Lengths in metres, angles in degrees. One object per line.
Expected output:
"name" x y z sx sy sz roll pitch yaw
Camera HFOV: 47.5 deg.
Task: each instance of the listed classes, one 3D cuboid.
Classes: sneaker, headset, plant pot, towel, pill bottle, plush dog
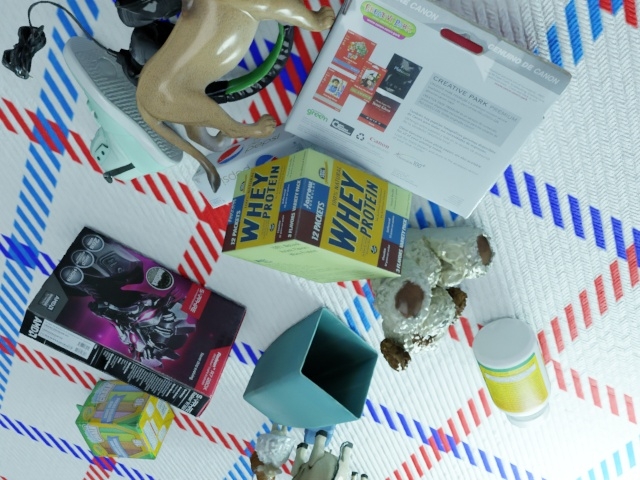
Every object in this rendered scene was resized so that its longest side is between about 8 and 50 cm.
"sneaker" -0.362 -0.201 1.200 0.151 0.094 0.256 -20 120 31
"headset" -0.234 -0.295 1.030 0.394 0.185 0.243 -3 128 2
"plant pot" -0.036 0.277 1.477 0.165 0.165 0.234 42 134 -21
"towel" 0.000 0.428 1.671 0.067 0.029 0.119 15 130 2
"pill bottle" 0.370 0.258 1.381 0.118 0.117 0.208 -12 126 22
"plush dog" 0.159 0.099 1.262 0.211 0.262 0.225 19 130 44

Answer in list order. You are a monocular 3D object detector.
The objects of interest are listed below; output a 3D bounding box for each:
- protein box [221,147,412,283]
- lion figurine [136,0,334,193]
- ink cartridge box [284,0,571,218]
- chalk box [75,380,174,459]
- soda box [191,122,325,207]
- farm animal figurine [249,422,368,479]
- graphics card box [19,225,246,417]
"protein box" -0.007 -0.027 1.111 0.201 0.135 0.200 19 163 -34
"lion figurine" -0.143 -0.256 0.932 0.240 0.142 0.392 14 109 -40
"ink cartridge box" 0.148 -0.220 1.032 0.310 0.130 0.272 26 130 -8
"chalk box" -0.481 0.422 1.717 0.213 0.132 0.132 -3 127 16
"soda box" -0.102 -0.129 1.206 0.216 0.074 0.069 -18 123 25
"farm animal figurine" -0.011 0.572 1.667 0.330 0.172 0.326 16 140 -2
"graphics card box" -0.346 0.153 1.396 0.371 0.232 0.094 28 133 -9
